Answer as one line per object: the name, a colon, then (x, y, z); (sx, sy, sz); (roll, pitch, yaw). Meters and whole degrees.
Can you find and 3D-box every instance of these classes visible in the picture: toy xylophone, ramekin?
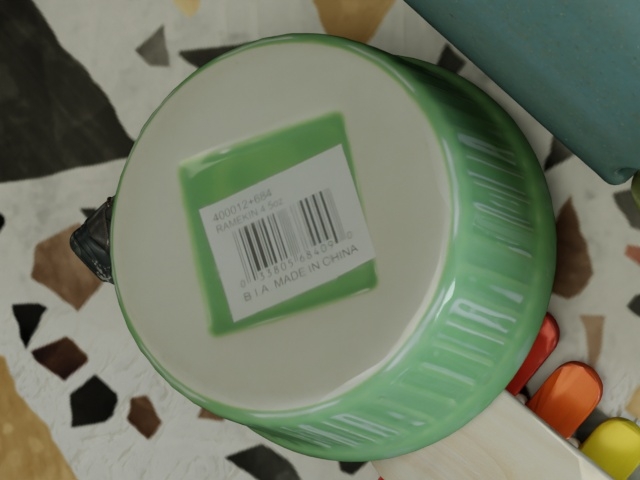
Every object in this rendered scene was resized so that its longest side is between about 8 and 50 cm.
toy xylophone: (0.154, 0.214, 1.444); (0.322, 0.081, 0.236); (47, 111, 7)
ramekin: (0.000, 0.000, 1.380); (0.303, 0.148, 0.303); (-4, 79, 24)

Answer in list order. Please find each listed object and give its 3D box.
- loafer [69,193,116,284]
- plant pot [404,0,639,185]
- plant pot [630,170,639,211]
loafer: (-0.118, 0.032, 1.525); (0.170, 0.062, 0.061); (41, 105, 8)
plant pot: (0.168, -0.238, 1.249); (0.334, 0.341, 0.341); (46, 111, -2)
plant pot: (0.362, 0.055, 1.266); (0.276, 0.276, 0.254); (-8, 108, 21)
